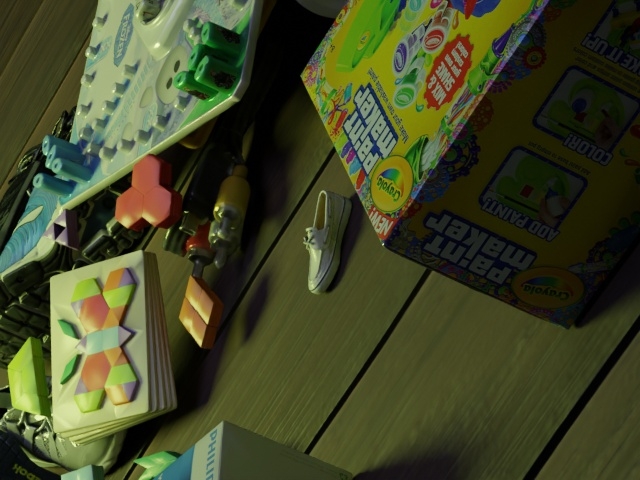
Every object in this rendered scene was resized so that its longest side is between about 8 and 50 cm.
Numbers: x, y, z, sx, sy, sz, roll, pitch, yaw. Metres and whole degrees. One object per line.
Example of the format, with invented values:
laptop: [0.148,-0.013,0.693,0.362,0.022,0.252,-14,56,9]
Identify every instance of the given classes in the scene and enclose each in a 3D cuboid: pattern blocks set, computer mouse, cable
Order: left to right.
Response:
computer mouse: [-0.370,-0.033,2.537,0.188,0.072,0.272,-33,28,51]
pattern blocks set: [-0.214,0.103,2.002,0.285,0.026,0.325,-32,61,29]
cable: [-0.090,-0.082,2.081,0.139,0.072,0.287,-50,15,52]

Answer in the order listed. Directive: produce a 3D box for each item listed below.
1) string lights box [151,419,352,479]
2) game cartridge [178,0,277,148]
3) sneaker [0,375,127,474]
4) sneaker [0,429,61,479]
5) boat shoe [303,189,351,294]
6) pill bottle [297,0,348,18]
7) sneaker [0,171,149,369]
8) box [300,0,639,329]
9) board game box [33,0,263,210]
string lights box: [-0.100,0.262,1.674,0.259,0.133,0.077,-41,34,39]
game cartridge: [-0.113,-0.251,2.199,0.285,0.052,0.323,-63,14,4]
sneaker: [-0.291,0.193,2.118,0.281,0.115,0.105,-19,51,54]
sneaker: [-0.325,0.255,2.118,0.053,0.144,0.059,-49,-6,-30]
boat shoe: [0.000,0.000,1.827,0.035,0.035,0.100,-17,53,57]
pill bottle: [0.027,-0.326,1.977,0.108,0.108,0.193,-37,37,45]
sneaker: [-0.307,0.014,2.327,0.330,0.130,0.147,-48,22,16]
box: [0.155,-0.141,1.495,0.279,0.177,0.290,-57,26,19]
board game box: [-0.172,-0.267,2.121,0.390,0.050,0.390,-27,48,51]
